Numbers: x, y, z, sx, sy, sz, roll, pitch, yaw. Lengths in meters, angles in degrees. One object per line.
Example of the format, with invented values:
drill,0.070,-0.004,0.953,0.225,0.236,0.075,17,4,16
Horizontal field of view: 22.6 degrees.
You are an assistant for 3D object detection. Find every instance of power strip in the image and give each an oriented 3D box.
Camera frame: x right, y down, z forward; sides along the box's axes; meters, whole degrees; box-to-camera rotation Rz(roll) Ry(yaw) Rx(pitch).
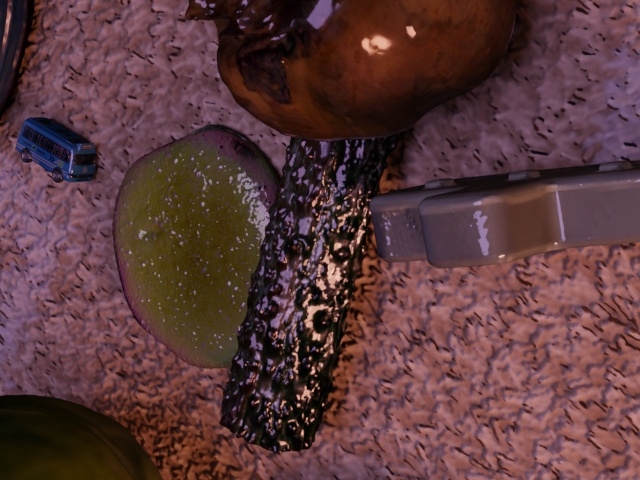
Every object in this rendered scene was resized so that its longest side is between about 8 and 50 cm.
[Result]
power strip,0.149,-0.021,1.150,0.265,0.193,0.059,-5,96,38

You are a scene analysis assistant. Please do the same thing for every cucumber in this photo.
cucumber,0.000,0.000,1.339,0.096,0.096,0.359,28,112,33

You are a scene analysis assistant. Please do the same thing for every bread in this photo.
bread,-0.114,0.007,1.468,0.228,0.033,0.229,7,102,39

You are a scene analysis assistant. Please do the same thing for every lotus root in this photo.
lotus root,0.002,-0.206,1.207,0.272,0.192,0.272,-3,83,27

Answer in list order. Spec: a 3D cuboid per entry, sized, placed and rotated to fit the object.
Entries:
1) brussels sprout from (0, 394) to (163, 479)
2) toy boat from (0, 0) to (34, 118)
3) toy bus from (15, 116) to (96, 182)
brussels sprout,-0.295,0.316,1.393,0.342,0.425,0.361,10,128,-1
toy boat,-0.378,-0.184,1.585,0.129,0.142,0.309,42,121,29
toy bus,-0.257,-0.088,1.567,0.083,0.038,0.046,30,111,32
